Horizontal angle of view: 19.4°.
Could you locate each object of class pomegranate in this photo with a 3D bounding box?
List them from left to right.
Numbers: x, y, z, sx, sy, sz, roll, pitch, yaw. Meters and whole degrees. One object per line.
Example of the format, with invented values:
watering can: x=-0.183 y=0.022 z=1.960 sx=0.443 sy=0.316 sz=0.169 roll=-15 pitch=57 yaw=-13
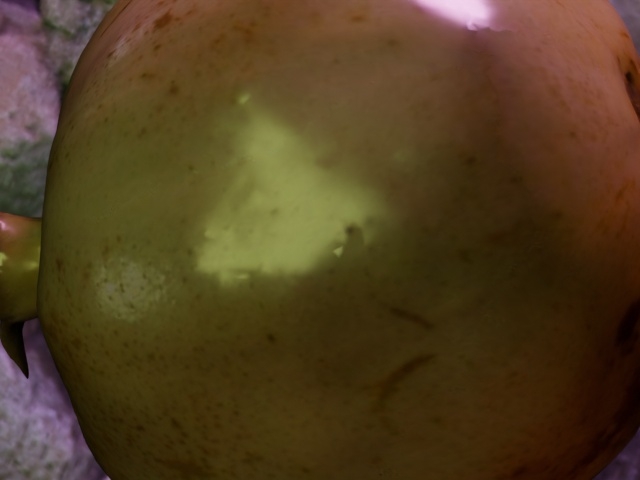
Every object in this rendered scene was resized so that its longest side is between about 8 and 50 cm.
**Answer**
pomegranate: x=0.000 y=0.000 z=0.835 sx=0.319 sy=0.319 sz=0.319 roll=-6 pitch=76 yaw=27
